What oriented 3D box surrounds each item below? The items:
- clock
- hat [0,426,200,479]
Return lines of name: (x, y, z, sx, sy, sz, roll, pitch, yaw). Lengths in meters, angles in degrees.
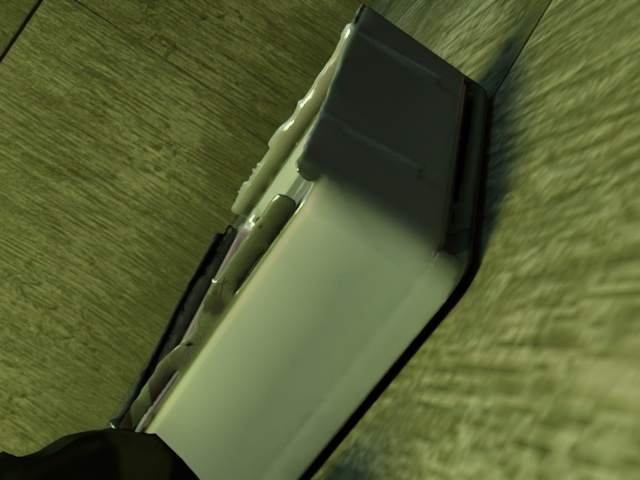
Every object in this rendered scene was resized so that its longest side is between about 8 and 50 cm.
clock: (0.000, -0.001, 0.480, 0.144, 0.073, 0.193, -54, 8, 28)
hat: (-0.141, 0.234, 0.277, 0.382, 0.257, 0.366, -9, -30, -44)
